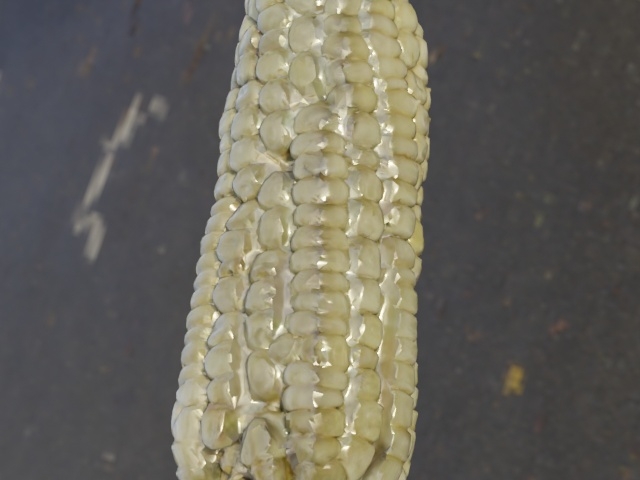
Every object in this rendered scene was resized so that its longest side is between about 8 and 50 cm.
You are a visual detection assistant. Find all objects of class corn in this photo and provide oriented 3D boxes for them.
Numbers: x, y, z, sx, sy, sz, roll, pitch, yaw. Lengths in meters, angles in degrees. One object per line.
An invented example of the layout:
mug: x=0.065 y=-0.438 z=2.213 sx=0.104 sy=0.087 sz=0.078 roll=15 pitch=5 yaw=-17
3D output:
corn: x=0.000 y=0.000 z=0.648 sx=0.087 sy=0.087 sz=0.211 roll=-29 pitch=48 yaw=57
